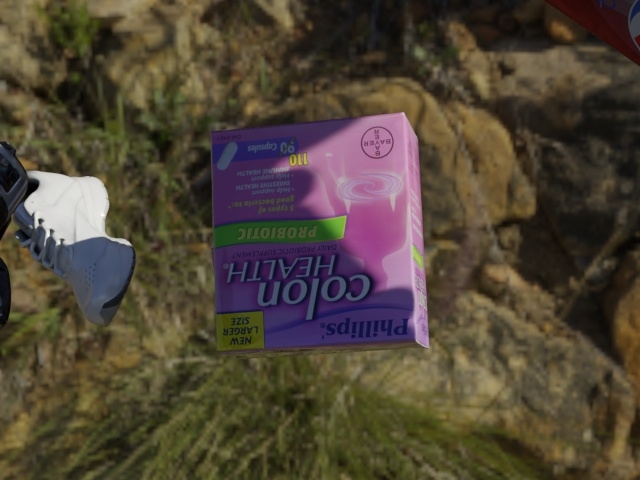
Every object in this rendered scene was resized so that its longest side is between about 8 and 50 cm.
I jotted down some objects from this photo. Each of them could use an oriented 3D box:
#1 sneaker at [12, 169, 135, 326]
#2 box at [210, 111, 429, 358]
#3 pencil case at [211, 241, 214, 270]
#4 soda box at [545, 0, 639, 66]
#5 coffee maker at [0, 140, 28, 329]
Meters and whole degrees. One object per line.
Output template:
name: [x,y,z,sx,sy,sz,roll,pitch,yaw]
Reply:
sneaker: [-0.324,0.008,1.546,0.129,0.111,0.297,15,23,-35]
box: [0.000,0.000,1.316,0.214,0.243,0.117,-4,-9,11]
pencil case: [-0.030,0.013,1.482,0.209,0.095,0.098,-7,64,-22]
soda box: [0.234,-0.198,0.889,0.263,0.092,0.083,38,55,9]
coffee maker: [-0.326,0.007,0.965,0.171,0.120,0.178,-14,31,8]
